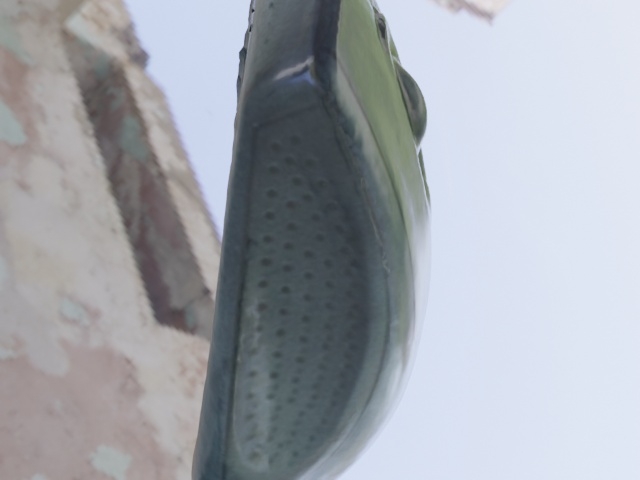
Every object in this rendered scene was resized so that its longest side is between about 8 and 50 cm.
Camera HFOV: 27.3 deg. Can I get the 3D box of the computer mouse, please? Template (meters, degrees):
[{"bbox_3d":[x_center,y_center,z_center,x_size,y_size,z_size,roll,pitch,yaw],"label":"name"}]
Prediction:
[{"bbox_3d":[0.000,0.000,0.692,0.122,0.370,0.188,3,-145,-4],"label":"computer mouse"}]
